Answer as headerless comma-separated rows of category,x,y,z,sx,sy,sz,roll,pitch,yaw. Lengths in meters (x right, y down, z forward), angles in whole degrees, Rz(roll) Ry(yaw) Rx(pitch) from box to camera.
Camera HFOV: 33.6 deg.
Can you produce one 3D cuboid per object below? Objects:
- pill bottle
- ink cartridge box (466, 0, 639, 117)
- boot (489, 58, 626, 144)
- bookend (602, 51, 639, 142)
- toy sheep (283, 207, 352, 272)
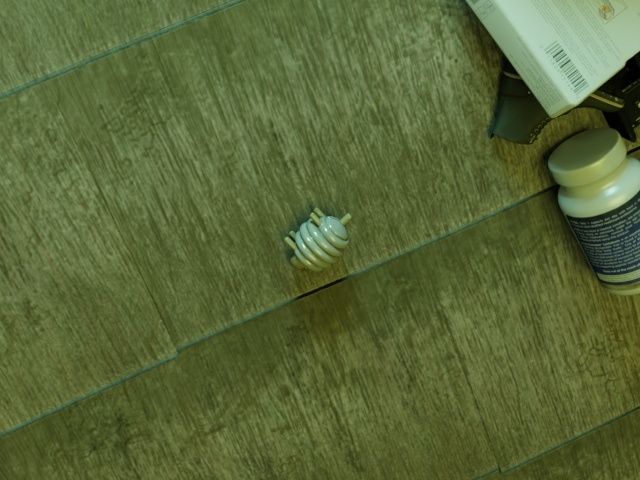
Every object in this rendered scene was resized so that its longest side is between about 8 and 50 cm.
pill bottle,0.492,-0.050,1.781,0.153,0.153,0.264,-34,116,-1
ink cartridge box,0.362,-0.375,1.612,0.261,0.066,0.296,-37,93,-27
boot,0.379,-0.204,1.708,0.198,0.077,0.137,21,114,20
bookend,0.533,-0.274,1.751,0.156,0.072,0.157,-34,116,-1
toy sheep,0.000,0.000,1.703,0.091,0.091,0.132,36,116,-24
